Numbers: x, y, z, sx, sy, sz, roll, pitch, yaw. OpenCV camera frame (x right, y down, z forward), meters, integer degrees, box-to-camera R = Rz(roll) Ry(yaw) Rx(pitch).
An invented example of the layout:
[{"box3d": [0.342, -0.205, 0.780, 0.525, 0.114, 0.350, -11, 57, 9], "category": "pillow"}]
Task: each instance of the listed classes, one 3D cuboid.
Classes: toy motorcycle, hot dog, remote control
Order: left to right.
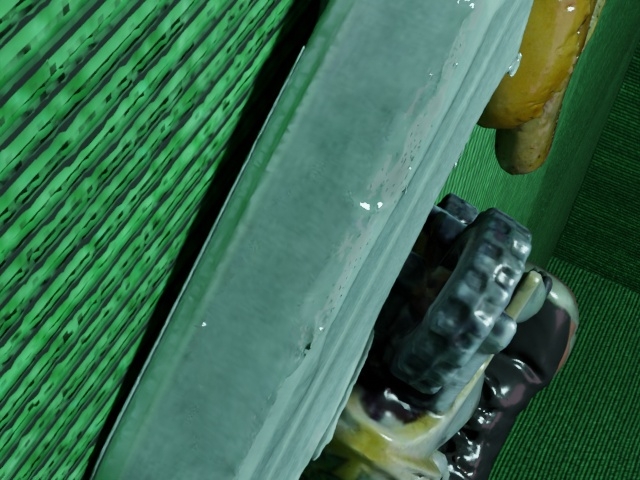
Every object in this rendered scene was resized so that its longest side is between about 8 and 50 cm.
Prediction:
[{"box3d": [0.000, 0.000, 0.356, 0.247, 0.052, 0.104, -64, 166, 4], "category": "remote control"}, {"box3d": [0.032, 0.038, 0.487, 0.129, 0.094, 0.229, -61, -179, 5], "category": "toy motorcycle"}, {"box3d": [0.114, -0.103, 0.603, 0.090, 0.060, 0.140, -23, 140, -65], "category": "hot dog"}]

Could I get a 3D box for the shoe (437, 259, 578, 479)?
[{"box3d": [0.079, 0.136, 0.813, 0.137, 0.114, 0.291, -34, 150, -57], "category": "shoe"}]
